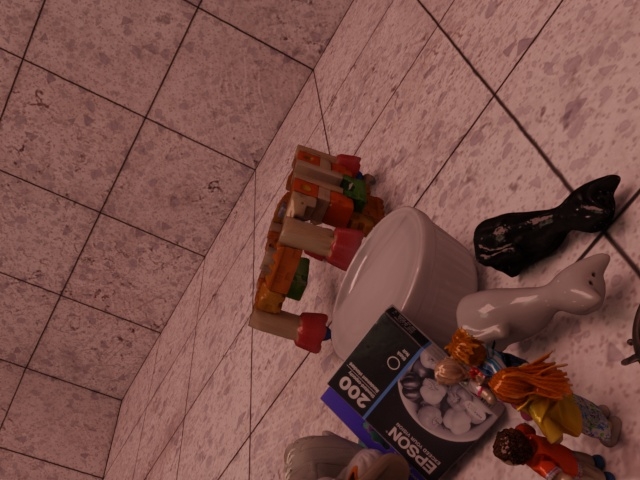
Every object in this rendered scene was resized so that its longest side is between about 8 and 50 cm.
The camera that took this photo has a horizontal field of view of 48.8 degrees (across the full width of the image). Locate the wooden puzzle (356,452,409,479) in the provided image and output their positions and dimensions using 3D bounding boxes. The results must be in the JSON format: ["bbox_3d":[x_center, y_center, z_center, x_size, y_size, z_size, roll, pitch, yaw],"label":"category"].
[{"bbox_3d":[-0.001,0.456,0.853,0.348,0.081,0.322,-5,-63,-59],"label":"wooden puzzle"}]

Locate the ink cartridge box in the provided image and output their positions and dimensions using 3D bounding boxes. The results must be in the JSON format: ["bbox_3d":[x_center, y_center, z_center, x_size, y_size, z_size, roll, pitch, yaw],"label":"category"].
[{"bbox_3d":[0.112,0.233,0.986,0.045,0.206,0.208,-18,-34,-58],"label":"ink cartridge box"}]

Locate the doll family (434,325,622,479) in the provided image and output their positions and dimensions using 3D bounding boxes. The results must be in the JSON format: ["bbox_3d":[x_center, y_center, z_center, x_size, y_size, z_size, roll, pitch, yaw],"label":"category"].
[{"bbox_3d":[0.223,0.163,0.790,0.118,0.163,0.263,-63,18,8],"label":"doll family"}]

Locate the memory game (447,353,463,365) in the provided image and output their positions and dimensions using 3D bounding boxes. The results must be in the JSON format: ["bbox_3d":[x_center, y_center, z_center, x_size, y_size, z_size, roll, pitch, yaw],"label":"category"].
[{"bbox_3d":[0.176,0.198,1.117,0.186,0.012,0.186,-53,22,32],"label":"memory game"}]

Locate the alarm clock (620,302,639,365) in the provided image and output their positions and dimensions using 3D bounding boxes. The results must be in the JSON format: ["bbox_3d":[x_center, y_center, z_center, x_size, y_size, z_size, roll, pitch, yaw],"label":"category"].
[{"bbox_3d":[0.373,0.069,0.667,0.192,0.064,0.129,-52,22,27],"label":"alarm clock"}]

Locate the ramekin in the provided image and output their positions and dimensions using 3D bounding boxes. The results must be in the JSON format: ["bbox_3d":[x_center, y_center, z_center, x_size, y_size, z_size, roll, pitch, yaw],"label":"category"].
[{"bbox_3d":[0.138,0.090,1.139,0.273,0.127,0.272,-53,22,32],"label":"ramekin"}]

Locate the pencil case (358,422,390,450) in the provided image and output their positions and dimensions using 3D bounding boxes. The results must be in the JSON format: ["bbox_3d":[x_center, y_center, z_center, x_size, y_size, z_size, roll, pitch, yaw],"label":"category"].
[{"bbox_3d":[0.089,0.325,1.113,0.070,0.065,0.151,78,-168,-46],"label":"pencil case"}]

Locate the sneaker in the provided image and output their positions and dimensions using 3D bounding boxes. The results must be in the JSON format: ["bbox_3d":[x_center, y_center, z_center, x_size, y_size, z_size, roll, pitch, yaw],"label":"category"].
[{"bbox_3d":[-0.018,0.321,0.934,0.262,0.121,0.099,5,-73,-62],"label":"sneaker"}]

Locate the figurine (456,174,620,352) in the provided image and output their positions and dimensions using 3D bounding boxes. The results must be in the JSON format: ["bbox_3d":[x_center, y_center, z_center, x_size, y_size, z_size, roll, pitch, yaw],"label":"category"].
[{"bbox_3d":[0.283,0.030,0.894,0.209,0.092,0.214,-34,27,49],"label":"figurine"}]

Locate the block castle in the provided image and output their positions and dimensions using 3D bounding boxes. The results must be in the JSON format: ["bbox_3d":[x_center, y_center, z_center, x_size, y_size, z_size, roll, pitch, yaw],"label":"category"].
[{"bbox_3d":[0.000,0.000,1.558,0.453,0.213,0.303,-86,14,-61],"label":"block castle"}]
